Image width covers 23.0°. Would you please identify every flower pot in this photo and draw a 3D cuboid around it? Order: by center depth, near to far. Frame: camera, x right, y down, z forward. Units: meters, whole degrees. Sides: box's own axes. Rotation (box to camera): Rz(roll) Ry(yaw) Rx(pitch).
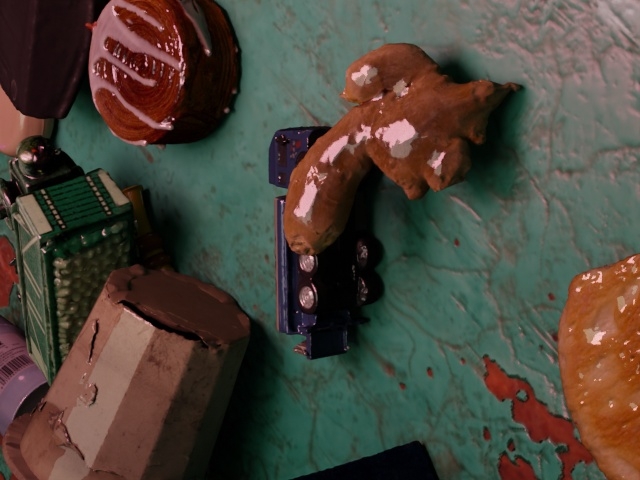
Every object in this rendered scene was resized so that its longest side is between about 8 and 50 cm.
[{"bbox_3d":[-0.171,0.142,1.473,0.212,0.212,0.203,38,115,36],"label":"flower pot"}]

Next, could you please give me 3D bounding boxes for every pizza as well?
[{"bbox_3d":[0.262,0.067,1.123,0.181,0.034,0.262,55,131,24],"label":"pizza"}]

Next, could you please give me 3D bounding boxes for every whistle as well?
[{"bbox_3d":[-0.182,0.006,1.570,0.057,0.046,0.109,-28,82,30],"label":"whistle"}]

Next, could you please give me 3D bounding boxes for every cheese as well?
[{"bbox_3d":[-0.313,-0.122,1.680,0.171,0.047,0.092,48,130,30],"label":"cheese"}]

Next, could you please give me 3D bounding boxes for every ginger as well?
[{"bbox_3d":[0.051,-0.065,1.253,0.133,0.059,0.214,37,100,20],"label":"ginger"}]

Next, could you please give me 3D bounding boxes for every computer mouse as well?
[{"bbox_3d":[-0.265,-0.262,1.564,0.170,0.100,0.269,-121,36,-45],"label":"computer mouse"}]

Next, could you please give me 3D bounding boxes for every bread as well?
[{"bbox_3d":[-0.153,-0.165,1.488,0.160,0.073,0.160,11,105,45],"label":"bread"}]

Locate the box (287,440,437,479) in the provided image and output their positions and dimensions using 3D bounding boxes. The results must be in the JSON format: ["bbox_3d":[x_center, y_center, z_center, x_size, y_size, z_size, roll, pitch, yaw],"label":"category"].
[{"bbox_3d":[0.018,0.331,1.255,0.116,0.261,0.279,-38,69,40],"label":"box"}]

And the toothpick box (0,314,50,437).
[{"bbox_3d":[-0.338,0.155,1.712,0.153,0.101,0.101,33,119,38],"label":"toothpick box"}]

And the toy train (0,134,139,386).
[{"bbox_3d":[-0.250,0.018,1.557,0.154,0.115,0.269,46,148,33],"label":"toy train"}]

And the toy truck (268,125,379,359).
[{"bbox_3d":[0.000,0.000,1.364,0.088,0.074,0.202,11,105,54],"label":"toy truck"}]
